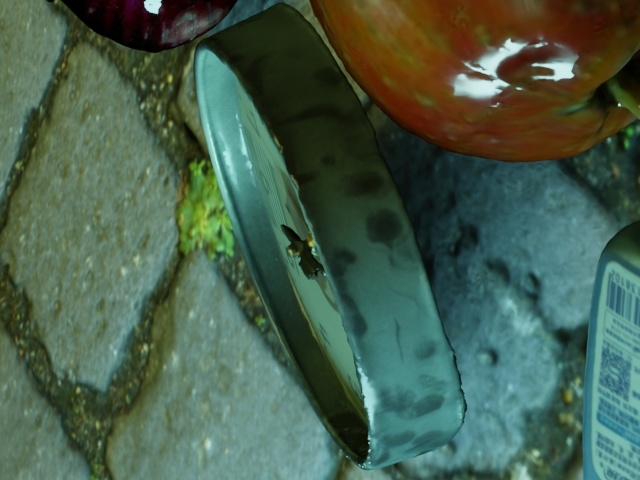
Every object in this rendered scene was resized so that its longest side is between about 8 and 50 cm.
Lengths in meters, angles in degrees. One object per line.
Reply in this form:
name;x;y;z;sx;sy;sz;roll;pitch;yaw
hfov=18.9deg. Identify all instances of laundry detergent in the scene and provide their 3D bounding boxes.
laundry detergent;0.213;0.133;1.097;0.143;0.094;0.289;25;123;36

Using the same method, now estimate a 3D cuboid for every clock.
clock;0.000;0.000;1.306;0.325;0.067;0.325;159;90;-80

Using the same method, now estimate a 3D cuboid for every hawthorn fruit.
hawthorn fruit;0.123;-0.174;1.170;0.275;0.275;0.299;-50;62;35

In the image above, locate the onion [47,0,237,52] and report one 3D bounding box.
onion;-0.146;-0.286;1.581;0.281;0.221;0.281;169;90;-77
